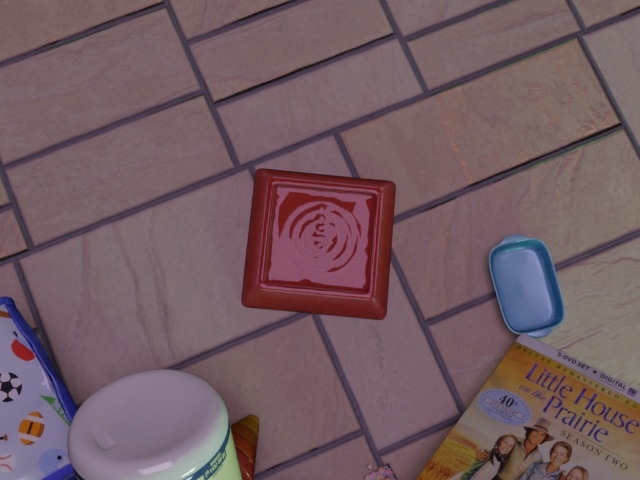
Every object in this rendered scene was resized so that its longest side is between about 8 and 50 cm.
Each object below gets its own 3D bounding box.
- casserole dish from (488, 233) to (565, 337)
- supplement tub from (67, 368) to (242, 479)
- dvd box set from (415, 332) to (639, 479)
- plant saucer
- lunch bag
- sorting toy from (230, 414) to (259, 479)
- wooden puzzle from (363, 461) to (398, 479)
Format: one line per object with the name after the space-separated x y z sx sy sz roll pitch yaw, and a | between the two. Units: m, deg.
0.362 0.083 1.862 0.114 0.037 0.188 -12 78 -6 | casserole dish
-0.234 0.384 1.593 0.235 0.324 0.235 -6 33 4 | supplement tub
0.342 0.379 1.685 0.308 0.062 0.420 28 67 33 | dvd box set
0.000 0.000 1.860 0.259 0.048 0.258 6 77 -2 | plant saucer
-0.579 0.317 1.664 0.385 0.239 0.328 -33 78 -2 | lunch bag
-0.034 0.406 1.751 0.366 0.127 0.126 31 49 3 | sorting toy
0.107 0.413 1.787 0.049 0.006 0.083 -28 80 -9 | wooden puzzle
